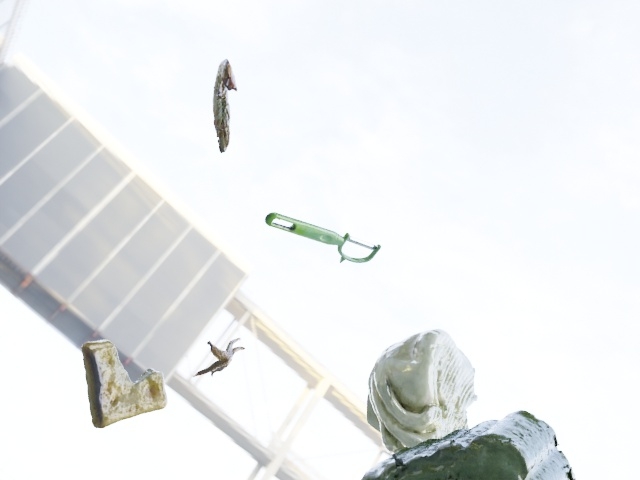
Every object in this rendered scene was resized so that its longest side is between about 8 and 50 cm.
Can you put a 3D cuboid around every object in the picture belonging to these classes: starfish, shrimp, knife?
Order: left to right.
[{"bbox_3d":[-0.214,0.249,1.625,0.041,0.133,0.130,34,-18,22],"label":"starfish"},{"bbox_3d":[-0.130,-0.182,1.036,0.091,0.025,0.127,-170,-102,-71],"label":"shrimp"},{"bbox_3d":[0.000,-0.001,1.153,0.212,0.015,0.054,19,-59,-35],"label":"knife"}]

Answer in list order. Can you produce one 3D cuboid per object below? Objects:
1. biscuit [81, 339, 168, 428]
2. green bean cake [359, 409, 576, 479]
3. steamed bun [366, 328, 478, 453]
[{"bbox_3d":[-0.398,0.285,1.573,0.039,0.183,0.174,-13,-97,44],"label":"biscuit"},{"bbox_3d":[0.237,0.452,1.173,0.319,0.218,0.335,-30,-99,31],"label":"green bean cake"},{"bbox_3d":[0.184,0.320,1.584,0.207,0.268,0.280,-6,-25,31],"label":"steamed bun"}]
